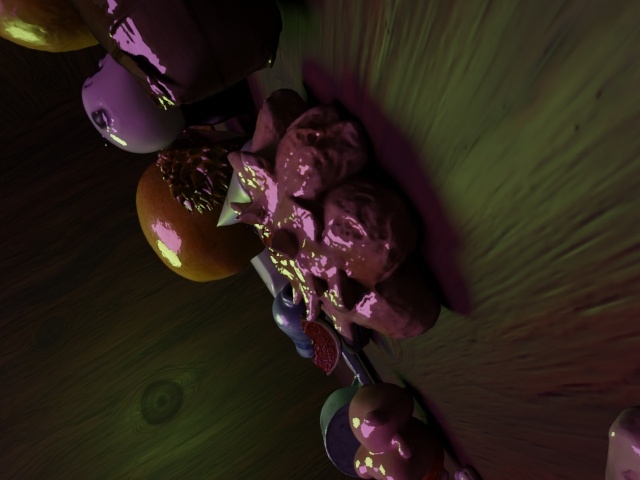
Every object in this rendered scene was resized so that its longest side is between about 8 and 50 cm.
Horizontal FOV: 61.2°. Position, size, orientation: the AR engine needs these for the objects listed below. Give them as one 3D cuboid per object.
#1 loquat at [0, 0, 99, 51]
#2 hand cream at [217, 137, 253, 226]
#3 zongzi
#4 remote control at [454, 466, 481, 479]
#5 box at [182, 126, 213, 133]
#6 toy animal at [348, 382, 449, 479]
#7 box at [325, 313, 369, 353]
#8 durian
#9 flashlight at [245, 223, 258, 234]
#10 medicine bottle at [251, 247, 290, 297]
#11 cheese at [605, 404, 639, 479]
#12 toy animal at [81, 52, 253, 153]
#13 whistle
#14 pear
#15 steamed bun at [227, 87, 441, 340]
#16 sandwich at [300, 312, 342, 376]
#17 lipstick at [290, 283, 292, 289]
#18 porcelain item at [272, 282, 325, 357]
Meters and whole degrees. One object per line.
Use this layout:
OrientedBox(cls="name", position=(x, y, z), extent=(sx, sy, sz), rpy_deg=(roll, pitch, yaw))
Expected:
OrientedBox(cls="loquat", position=(-0.407, -0.462, 0.777), extent=(0.359, 0.328, 0.328), rpy_deg=(-46, 70, 35))
OrientedBox(cls="hand cream", position=(-0.092, -0.080, 0.852), extent=(0.093, 0.147, 0.306), rpy_deg=(58, 164, 2))
OrientedBox(cls="zongzi", position=(-0.178, -0.299, 0.540), extent=(0.360, 0.160, 0.323), rpy_deg=(-128, 15, -71))
OrientedBox(cls="remote control", position=(0.266, 0.430, 0.883), extent=(0.122, 0.032, 0.074), rpy_deg=(56, 171, 20))
OrientedBox(cls="box", position=(-0.352, -0.269, 1.685), extent=(0.221, 0.091, 0.274), rpy_deg=(50, 167, 47))
OrientedBox(cls="toy animal", position=(0.136, 0.370, 0.999), extent=(0.197, 0.171, 0.171), rpy_deg=(63, 170, -5))
OrientedBox(cls="box", position=(0.045, 0.132, 1.014), extent=(0.103, 0.055, 0.243), rpy_deg=(54, 170, 27))
OrientedBox(cls="durian", position=(-0.185, -0.142, 0.966), extent=(0.153, 0.186, 0.260), rpy_deg=(61, -159, -18))
OrientedBox(cls="flashlight", position=(-0.088, -0.044, 1.064), extent=(0.093, 0.093, 0.232), rpy_deg=(61, 167, -14))
OrientedBox(cls="medicine bottle", position=(-0.114, 0.111, 1.607), extent=(0.296, 0.111, 0.161), rpy_deg=(47, 170, 47))
OrientedBox(cls="cheese", position=(0.204, 0.165, 0.325), extent=(0.065, 0.043, 0.194), rpy_deg=(50, 167, 47))
OrientedBox(cls="toy animal", position=(-0.242, -0.233, 0.828), extent=(0.165, 0.235, 0.187), rpy_deg=(65, 170, -2))
OrientedBox(cls="whistle", position=(0.100, 0.404, 1.373), extent=(0.168, 0.188, 0.404), rpy_deg=(142, 130, -86))
OrientedBox(cls="pear", position=(-0.265, -0.063, 1.263), extent=(0.314, 0.314, 0.314), rpy_deg=(56, 170, 15))
OrientedBox(cls="steamed bun", position=(0.000, 0.000, 0.593), extent=(0.292, 0.137, 0.295), rpy_deg=(53, 167, 15))
OrientedBox(cls="sandwich", position=(0.007, 0.197, 1.042), extent=(0.029, 0.067, 0.135), rpy_deg=(-72, -35, -72))
OrientedBox(cls="lipstick", position=(-0.029, 0.056, 1.095), extent=(0.077, 0.077, 0.418), rpy_deg=(56, 170, 12))
OrientedBox(cls="porcelain item", position=(-0.047, 0.209, 1.431), extent=(0.141, 0.141, 0.259), rpy_deg=(51, 161, 40))
